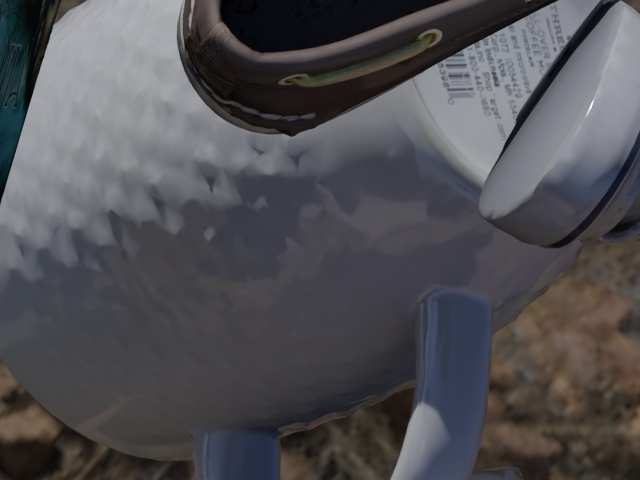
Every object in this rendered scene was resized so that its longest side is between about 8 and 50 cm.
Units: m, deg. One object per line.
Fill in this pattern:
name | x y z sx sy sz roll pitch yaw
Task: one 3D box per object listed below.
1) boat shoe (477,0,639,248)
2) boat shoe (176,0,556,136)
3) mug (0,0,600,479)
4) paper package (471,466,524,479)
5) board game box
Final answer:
boat shoe | 0.129 -0.039 0.815 0.088 0.096 0.267 36 12 0
boat shoe | 0.086 -0.153 0.797 0.116 0.324 0.097 59 -5 0
mug | 0.000 0.000 1.037 0.276 0.328 0.374 10 68 -35
paper package | 0.010 0.278 1.064 0.310 0.168 0.325 -10 19 -5
board game box | -0.151 -0.069 0.838 0.026 0.126 0.186 18 4 1
